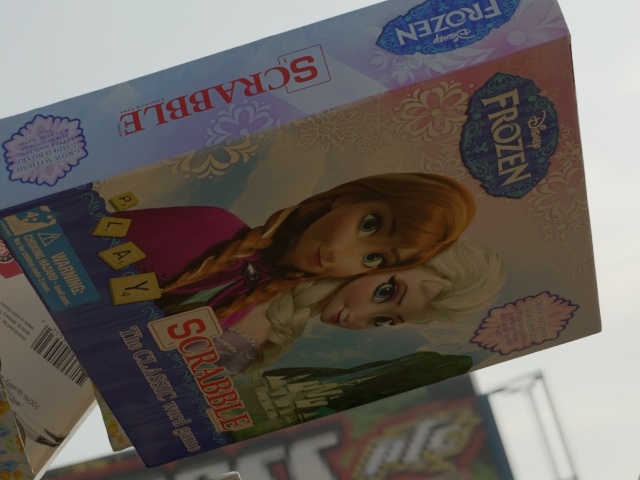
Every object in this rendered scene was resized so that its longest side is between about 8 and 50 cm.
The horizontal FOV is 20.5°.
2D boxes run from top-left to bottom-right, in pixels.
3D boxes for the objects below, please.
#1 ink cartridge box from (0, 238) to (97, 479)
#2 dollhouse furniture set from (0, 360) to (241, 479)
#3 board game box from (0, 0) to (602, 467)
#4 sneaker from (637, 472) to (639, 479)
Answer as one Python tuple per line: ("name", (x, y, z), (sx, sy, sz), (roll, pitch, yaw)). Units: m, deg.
("ink cartridge box", (-0.249, 0.081, 1.439), (0.237, 0.172, 0.100), (-51, -1, 20))
("dollhouse furniture set", (-0.225, 0.286, 1.230), (0.394, 0.362, 0.256), (-17, 12, -5))
("board game box", (0.000, 0.000, 1.048), (0.318, 0.066, 0.319), (-17, -33, 2))
("sneaker", (0.271, 0.165, 1.159), (0.090, 0.145, 0.270), (12, -35, -6))
